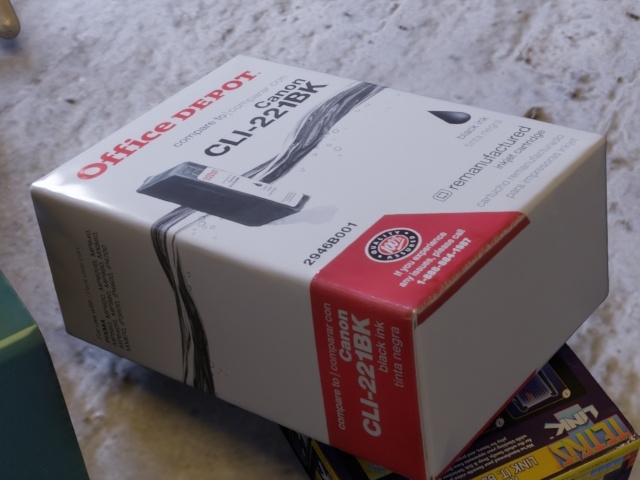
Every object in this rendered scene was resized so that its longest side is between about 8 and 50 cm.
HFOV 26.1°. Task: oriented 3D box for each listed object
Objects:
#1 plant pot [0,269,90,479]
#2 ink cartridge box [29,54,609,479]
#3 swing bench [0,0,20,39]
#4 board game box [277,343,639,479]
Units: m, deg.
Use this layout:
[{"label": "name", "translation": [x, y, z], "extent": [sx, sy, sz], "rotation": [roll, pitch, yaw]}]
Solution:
[{"label": "plant pot", "translation": [-0.271, 0.098, 0.725], "extent": [0.234, 0.165, 0.165], "rotation": [-28, 54, -19]}, {"label": "ink cartridge box", "translation": [0.000, 0.000, 0.796], "extent": [0.273, 0.114, 0.197], "rotation": [16, 39, 35]}, {"label": "swing bench", "translation": [-0.392, -0.251, 1.041], "extent": [0.253, 0.165, 0.254], "rotation": [-17, 45, -17]}, {"label": "board game box", "translation": [0.075, 0.106, 0.802], "extent": [0.170, 0.048, 0.141], "rotation": [-19, 53, -19]}]
